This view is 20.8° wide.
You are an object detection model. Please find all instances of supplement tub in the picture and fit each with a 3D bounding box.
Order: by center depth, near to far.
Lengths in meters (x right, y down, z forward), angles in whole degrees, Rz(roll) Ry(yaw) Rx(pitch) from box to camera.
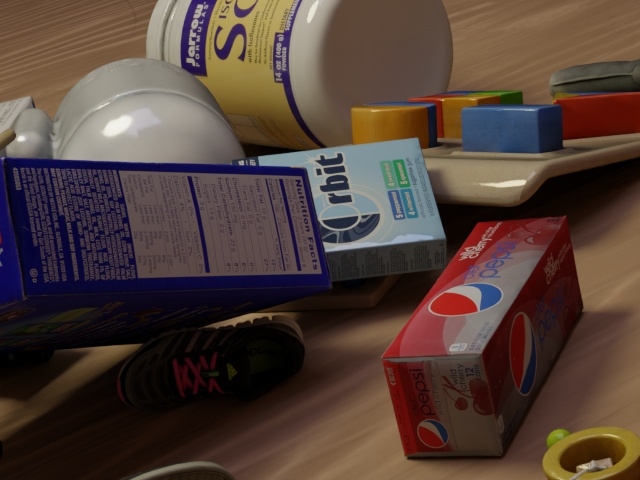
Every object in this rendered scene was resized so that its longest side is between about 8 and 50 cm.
[{"bbox_3d":[-0.032,-0.228,2.104,0.241,0.241,0.331,-28,24,-36],"label":"supplement tub"}]

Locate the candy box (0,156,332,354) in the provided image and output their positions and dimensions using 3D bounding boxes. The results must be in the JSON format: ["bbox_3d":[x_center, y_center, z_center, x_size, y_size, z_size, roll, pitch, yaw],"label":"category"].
[{"bbox_3d":[-0.197,0.019,1.462,0.317,0.122,0.268,1,-14,-44],"label":"candy box"}]

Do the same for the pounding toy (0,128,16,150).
[{"bbox_3d":[-0.347,-0.026,1.585,0.181,0.094,0.206,-24,12,-16],"label":"pounding toy"}]

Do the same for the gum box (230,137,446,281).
[{"bbox_3d":[0.014,-0.026,1.632,0.184,0.041,0.157,-7,40,-4],"label":"gum box"}]

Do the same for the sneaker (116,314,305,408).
[{"bbox_3d":[-0.088,0.107,1.481,0.170,0.063,0.075,-13,13,-15],"label":"sneaker"}]

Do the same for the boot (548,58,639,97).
[{"bbox_3d":[0.384,-0.167,1.937,0.189,0.076,0.208,17,-16,-22],"label":"boot"}]

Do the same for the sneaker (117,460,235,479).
[{"bbox_3d":[-0.174,0.204,1.239,0.222,0.083,0.118,-23,22,-24],"label":"sneaker"}]

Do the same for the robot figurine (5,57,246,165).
[{"bbox_3d":[-0.184,-0.075,1.834,0.300,0.200,0.353,9,16,-14],"label":"robot figurine"}]

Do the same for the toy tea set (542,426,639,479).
[{"bbox_3d":[0.258,0.141,1.067,0.200,0.124,0.336,-22,21,-10],"label":"toy tea set"}]

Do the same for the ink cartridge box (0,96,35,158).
[{"bbox_3d":[-0.500,-0.008,1.890,0.395,0.151,0.270,-11,23,11],"label":"ink cartridge box"}]

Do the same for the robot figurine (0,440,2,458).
[{"bbox_3d":[-0.386,0.176,1.307,0.278,0.174,0.209,-7,14,14],"label":"robot figurine"}]

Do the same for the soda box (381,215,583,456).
[{"bbox_3d":[0.136,0.071,1.400,0.083,0.092,0.263,-5,21,24],"label":"soda box"}]

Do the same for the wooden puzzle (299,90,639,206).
[{"bbox_3d":[0.177,-0.115,1.839,0.322,0.080,0.348,5,16,39],"label":"wooden puzzle"}]

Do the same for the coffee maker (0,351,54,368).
[{"bbox_3d":[-0.349,0.068,1.633,0.178,0.120,0.171,-10,-2,35],"label":"coffee maker"}]

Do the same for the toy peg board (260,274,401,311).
[{"bbox_3d":[0.000,0.000,1.699,0.160,0.079,0.161,-3,22,26],"label":"toy peg board"}]
